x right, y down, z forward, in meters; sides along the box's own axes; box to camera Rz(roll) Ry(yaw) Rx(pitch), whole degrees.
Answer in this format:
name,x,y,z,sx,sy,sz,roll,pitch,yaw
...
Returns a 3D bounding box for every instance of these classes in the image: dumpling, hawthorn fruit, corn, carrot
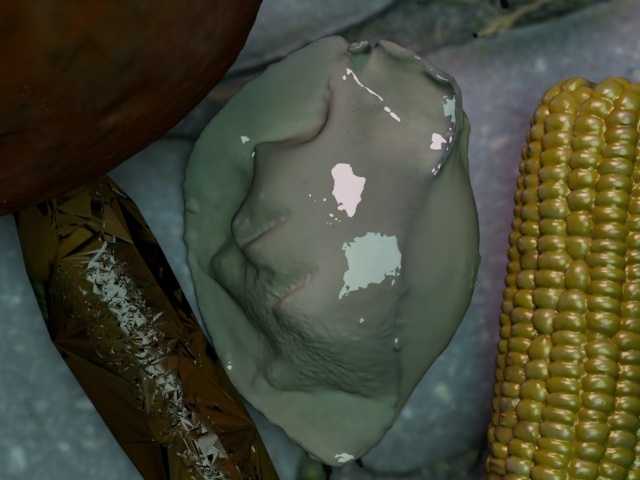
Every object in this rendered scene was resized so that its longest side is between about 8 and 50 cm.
name,x,y,z,sx,sy,sz,roll,pitch,yaw
dumpling,-0.002,0.002,0.775,0.155,0.111,0.181,21,74,23
hawthorn fruit,-0.170,-0.128,0.650,0.277,0.277,0.298,36,41,-6
corn,0.135,0.040,0.796,0.093,0.093,0.244,8,87,-9
carrot,-0.076,0.070,0.772,0.069,0.069,0.228,-28,93,-10
